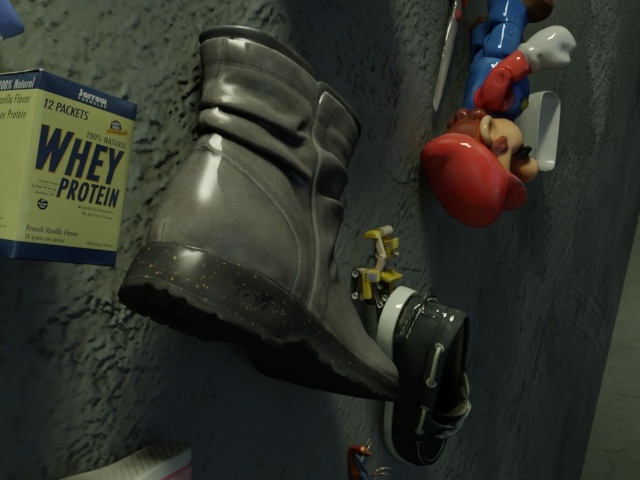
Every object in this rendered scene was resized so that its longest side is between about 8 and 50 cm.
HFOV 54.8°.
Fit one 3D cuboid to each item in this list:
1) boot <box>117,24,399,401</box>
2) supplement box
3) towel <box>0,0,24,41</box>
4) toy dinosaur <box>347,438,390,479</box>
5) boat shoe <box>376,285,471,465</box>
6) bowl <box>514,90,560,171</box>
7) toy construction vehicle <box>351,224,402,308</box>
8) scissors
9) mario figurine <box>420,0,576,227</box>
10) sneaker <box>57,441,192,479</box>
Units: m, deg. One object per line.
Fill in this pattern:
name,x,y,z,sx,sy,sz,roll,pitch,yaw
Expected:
boot,0.000,0.000,0.517,0.338,0.118,0.223,47,52,-55
supplement box,-0.145,-0.034,0.308,0.056,0.083,0.083,11,85,-58
towel,-0.265,-0.115,0.153,0.336,0.040,0.243,-48,134,-42
toy dinosaur,0.049,0.272,0.702,0.090,0.047,0.082,-50,117,-26
boat shoe,0.134,0.188,0.747,0.114,0.091,0.302,-51,141,-33
bowl,0.390,-0.197,1.124,0.142,0.053,0.142,-10,103,-57
toy construction vehicle,0.071,0.034,0.694,0.086,0.035,0.098,-9,103,-56
scissors,0.188,-0.311,0.822,0.109,0.021,0.297,2,92,-59
mario figurine,0.245,-0.160,0.807,0.198,0.170,0.320,42,59,-53
sneaker,-0.132,0.182,0.395,0.134,0.051,0.070,-1,91,-61
